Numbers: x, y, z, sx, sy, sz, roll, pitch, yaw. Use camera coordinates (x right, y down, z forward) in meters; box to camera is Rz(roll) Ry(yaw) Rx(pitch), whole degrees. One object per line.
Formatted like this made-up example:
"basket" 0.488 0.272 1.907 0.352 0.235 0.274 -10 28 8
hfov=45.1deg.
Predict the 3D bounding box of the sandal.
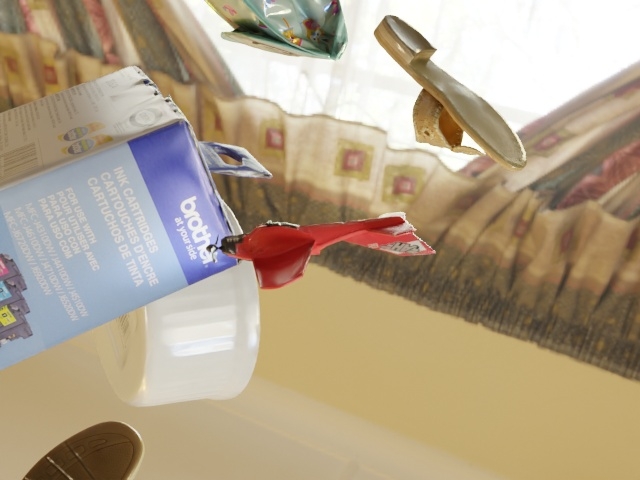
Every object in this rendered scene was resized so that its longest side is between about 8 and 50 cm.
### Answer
"sandal" 0.133 -0.149 0.888 0.088 0.079 0.240 -21 -112 -49

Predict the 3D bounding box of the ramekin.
"ramekin" -0.199 0.078 0.982 0.135 0.277 0.277 -7 -147 -31

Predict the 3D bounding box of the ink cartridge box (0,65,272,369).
"ink cartridge box" -0.249 -0.031 0.711 0.396 0.151 0.270 -25 -151 -12

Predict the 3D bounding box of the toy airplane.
"toy airplane" 0.000 0.000 0.505 0.151 0.028 0.151 -3 -167 1

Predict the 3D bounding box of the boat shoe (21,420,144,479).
"boat shoe" -0.368 0.393 1.058 0.122 0.110 0.341 39 -102 21

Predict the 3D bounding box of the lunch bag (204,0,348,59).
"lunch bag" -0.080 -0.355 1.077 0.160 0.262 0.223 -42 -158 -5
